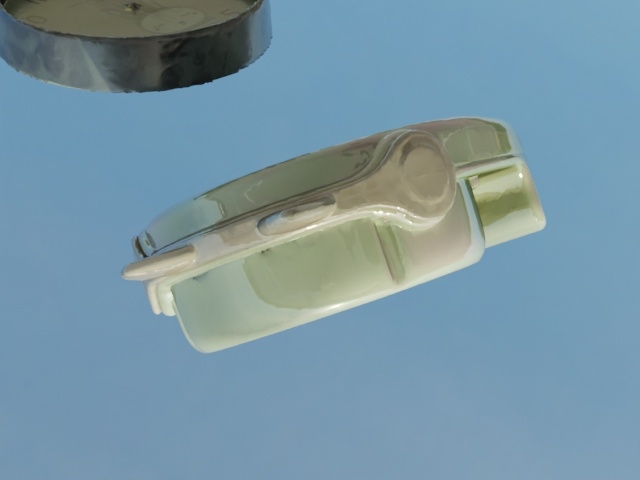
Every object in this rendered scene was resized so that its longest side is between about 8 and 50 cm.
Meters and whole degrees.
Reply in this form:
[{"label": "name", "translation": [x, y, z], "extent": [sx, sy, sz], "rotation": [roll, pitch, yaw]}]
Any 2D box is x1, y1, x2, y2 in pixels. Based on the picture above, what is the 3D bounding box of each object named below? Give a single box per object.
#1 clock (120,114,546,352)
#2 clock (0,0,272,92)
[{"label": "clock", "translation": [0.000, 0.000, 0.887], "extent": [0.324, 0.265, 0.109], "rotation": [-15, -93, -62]}, {"label": "clock", "translation": [-0.144, -0.177, 0.932], "extent": [0.215, 0.042, 0.215], "rotation": [1, -148, -1]}]
